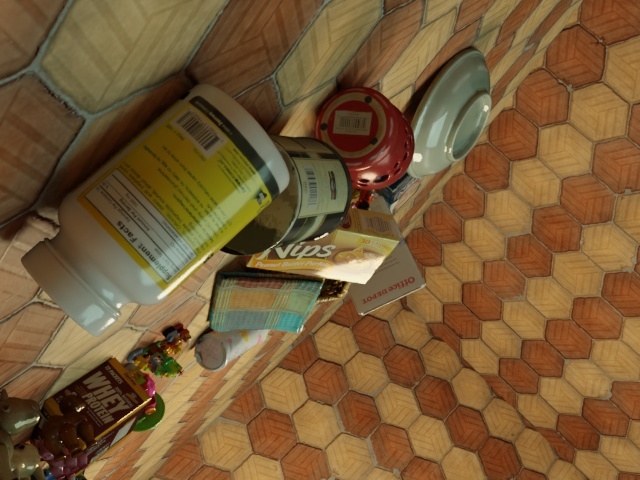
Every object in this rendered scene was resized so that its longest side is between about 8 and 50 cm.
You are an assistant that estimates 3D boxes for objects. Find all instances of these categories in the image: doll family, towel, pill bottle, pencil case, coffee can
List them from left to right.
[{"bbox_3d":[-0.218,-0.037,0.991,0.334,0.188,0.188,-43,169,-11],"label":"pill bottle"},{"bbox_3d":[-0.269,0.305,2.273,0.124,0.113,0.273,-42,172,29],"label":"pencil case"},{"bbox_3d":[-0.152,0.171,1.976,0.272,0.040,0.370,3,155,-11],"label":"towel"},{"bbox_3d":[-0.081,-0.086,1.297,0.201,0.201,0.275,-49,168,17],"label":"coffee can"},{"bbox_3d":[0.055,-0.088,2.034,0.263,0.118,0.163,-54,-165,53],"label":"doll family"}]

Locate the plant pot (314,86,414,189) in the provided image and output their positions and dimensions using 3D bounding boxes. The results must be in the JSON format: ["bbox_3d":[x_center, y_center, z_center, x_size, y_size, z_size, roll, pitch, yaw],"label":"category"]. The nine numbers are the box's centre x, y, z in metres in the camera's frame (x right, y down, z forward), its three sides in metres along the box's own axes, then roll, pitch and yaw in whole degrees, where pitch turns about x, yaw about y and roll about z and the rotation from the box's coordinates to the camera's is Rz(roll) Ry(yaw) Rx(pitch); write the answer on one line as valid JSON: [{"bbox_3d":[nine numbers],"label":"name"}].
[{"bbox_3d":[0.085,-0.208,1.517,0.191,0.191,0.174,-47,164,8],"label":"plant pot"}]

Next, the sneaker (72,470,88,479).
[{"bbox_3d":[-0.694,0.686,2.107,0.067,0.078,0.188,-40,-173,-12],"label":"sneaker"}]

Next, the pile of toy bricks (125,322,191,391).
[{"bbox_3d":[-0.382,0.298,1.830,0.118,0.105,0.212,-52,168,31],"label":"pile of toy bricks"}]

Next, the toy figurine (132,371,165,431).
[{"bbox_3d":[-0.485,0.401,1.906,0.173,0.130,0.159,-14,141,-23],"label":"toy figurine"}]

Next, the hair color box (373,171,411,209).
[{"bbox_3d":[0.248,-0.197,2.397,0.174,0.105,0.347,-44,170,-7],"label":"hair color box"}]

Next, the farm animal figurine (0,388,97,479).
[{"bbox_3d":[-0.560,0.362,1.286,0.327,0.172,0.330,-14,156,-48],"label":"farm animal figurine"}]

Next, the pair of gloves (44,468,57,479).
[{"bbox_3d":[-0.696,0.611,2.021,0.198,0.023,0.159,-34,166,-33],"label":"pair of gloves"}]

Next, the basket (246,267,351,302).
[{"bbox_3d":[-0.052,0.086,1.991,0.213,0.223,0.299,-41,169,-26],"label":"basket"}]

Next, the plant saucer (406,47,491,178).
[{"bbox_3d":[0.389,-0.340,2.120,0.400,0.101,0.400,-44,153,-29],"label":"plant saucer"}]

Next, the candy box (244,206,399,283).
[{"bbox_3d":[0.000,0.000,1.735,0.317,0.087,0.183,11,138,-23],"label":"candy box"}]

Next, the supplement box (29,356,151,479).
[{"bbox_3d":[-0.509,0.396,1.647,0.191,0.129,0.194,-34,164,-47],"label":"supplement box"}]

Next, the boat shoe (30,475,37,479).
[{"bbox_3d":[-0.746,0.637,1.811,0.183,0.066,0.066,-42,170,-21],"label":"boat shoe"}]

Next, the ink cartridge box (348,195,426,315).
[{"bbox_3d":[0.159,0.050,2.293,0.226,0.306,0.131,-25,173,5],"label":"ink cartridge box"}]
